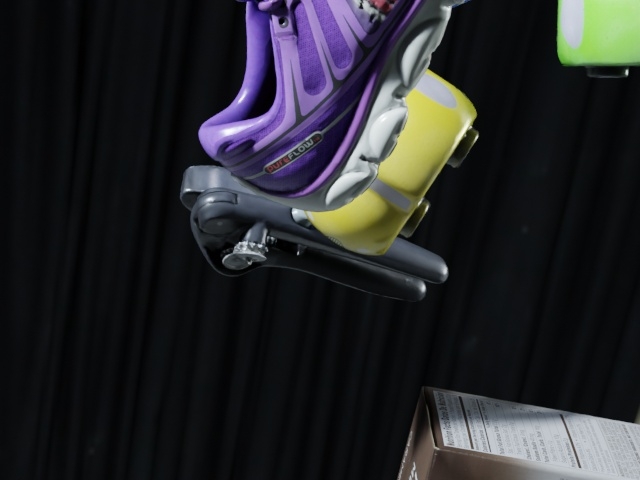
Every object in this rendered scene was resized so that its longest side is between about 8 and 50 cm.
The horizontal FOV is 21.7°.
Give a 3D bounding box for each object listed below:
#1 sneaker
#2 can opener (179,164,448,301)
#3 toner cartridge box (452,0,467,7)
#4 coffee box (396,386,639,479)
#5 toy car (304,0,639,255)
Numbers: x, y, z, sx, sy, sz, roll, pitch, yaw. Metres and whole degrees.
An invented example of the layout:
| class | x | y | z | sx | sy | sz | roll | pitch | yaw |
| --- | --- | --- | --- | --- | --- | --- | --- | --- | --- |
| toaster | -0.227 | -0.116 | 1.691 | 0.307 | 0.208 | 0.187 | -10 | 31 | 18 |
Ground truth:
| class | x | y | z | sx | sy | sz | roll | pitch | yaw |
| --- | --- | --- | --- | --- | --- | --- | --- | --- | --- |
| sneaker | 0.010 | -0.092 | 0.558 | 0.071 | 0.170 | 0.068 | 20 | 10 | -20 |
| can opener | 0.000 | 0.000 | 1.054 | 0.186 | 0.059 | 0.073 | 17 | 60 | -22 |
| toner cartridge box | 0.026 | -0.309 | 0.957 | 0.075 | 0.348 | 0.165 | -24 | 0 | -9 |
| coffee box | 0.175 | 0.199 | 1.140 | 0.246 | 0.141 | 0.098 | 10 | 20 | -5 |
| toy car | 0.098 | -0.110 | 0.799 | 0.225 | 0.239 | 0.053 | 0 | 5 | 5 |
